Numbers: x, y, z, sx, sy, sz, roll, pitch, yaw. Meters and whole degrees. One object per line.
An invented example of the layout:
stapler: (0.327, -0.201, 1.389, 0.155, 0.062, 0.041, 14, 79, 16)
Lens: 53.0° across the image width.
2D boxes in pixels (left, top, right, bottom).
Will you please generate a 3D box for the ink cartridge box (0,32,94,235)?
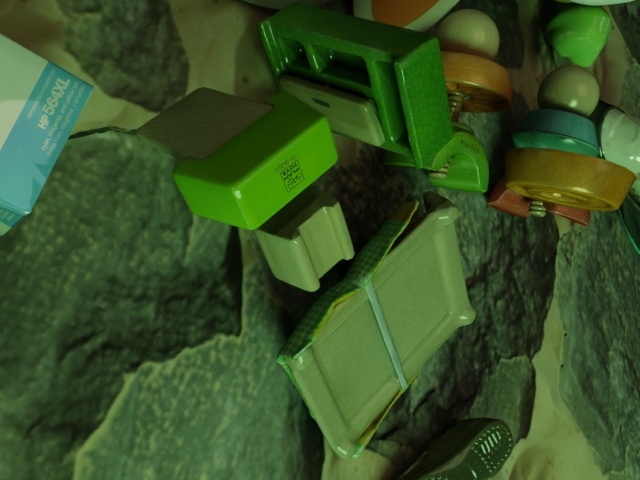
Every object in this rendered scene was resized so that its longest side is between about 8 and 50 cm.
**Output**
ink cartridge box: (-0.224, -0.078, 0.365, 0.143, 0.092, 0.090, 30, 67, -28)

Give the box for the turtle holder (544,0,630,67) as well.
turtle holder: (0.262, -0.341, 0.646, 0.243, 0.320, 0.227, 10, 60, -15)

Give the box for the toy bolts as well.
toy bolts: (0.206, -0.112, 0.590, 0.228, 0.218, 0.158, 15, 90, -44)

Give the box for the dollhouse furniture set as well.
dollhouse furniture set: (0.000, 0.000, 0.523, 0.197, 0.151, 0.301, -42, 135, -23)

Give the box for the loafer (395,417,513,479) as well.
loafer: (0.110, 0.214, 0.580, 0.148, 0.050, 0.056, -31, 98, -17)

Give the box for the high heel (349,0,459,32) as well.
high heel: (0.116, -0.361, 0.562, 0.127, 0.377, 0.181, 18, 32, -20)

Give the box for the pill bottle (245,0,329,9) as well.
pill bottle: (-0.021, -0.327, 0.510, 0.136, 0.136, 0.245, 17, 74, -31)

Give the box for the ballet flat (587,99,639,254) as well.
ballet flat: (0.384, -0.087, 0.776, 0.280, 0.096, 0.095, 43, 63, -22)
